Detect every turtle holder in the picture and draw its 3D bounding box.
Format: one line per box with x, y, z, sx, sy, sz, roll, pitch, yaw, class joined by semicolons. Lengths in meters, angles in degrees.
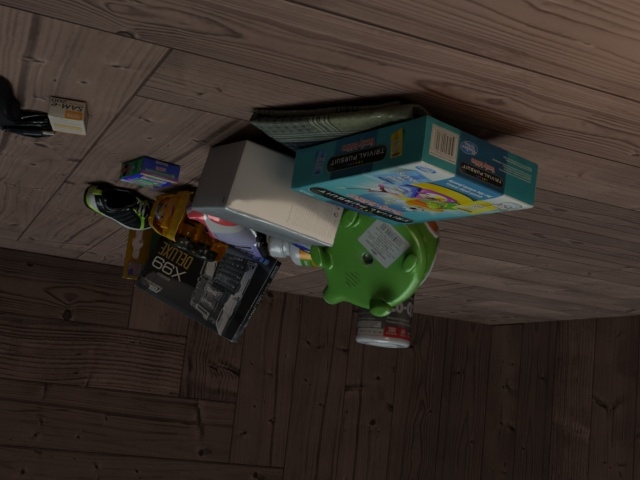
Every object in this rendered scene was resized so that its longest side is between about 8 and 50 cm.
0.132;0.034;1.979;0.243;0.320;0.227;21;-148;21;turtle holder

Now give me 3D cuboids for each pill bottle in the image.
0.000;0.000;2.301;0.245;0.137;0.136;4;169;12;pill bottle
0.195;0.165;2.680;0.161;0.283;0.161;6;169;1;pill bottle

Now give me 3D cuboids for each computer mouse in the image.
-0.584;-0.225;1.602;0.188;0.072;0.272;7;170;-1;computer mouse

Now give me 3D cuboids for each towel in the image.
0.088;-0.175;1.582;0.324;0.056;0.312;2;166;31;towel

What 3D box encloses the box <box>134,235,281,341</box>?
-0.293;0.087;2.383;0.307;0.243;0.076;29;177;10;box

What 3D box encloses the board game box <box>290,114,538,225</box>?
0.151;-0.105;1.538;0.253;0.079;0.336;17;165;-34;board game box

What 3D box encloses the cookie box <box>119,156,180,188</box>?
-0.373;-0.146;1.993;0.091;0.040;0.107;15;166;-36;cookie box

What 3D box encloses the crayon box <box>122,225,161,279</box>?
-0.366;0.031;2.510;0.322;0.203;0.083;8;170;-8;crayon box

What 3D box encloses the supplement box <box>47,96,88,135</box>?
-0.451;-0.222;1.638;0.062;0.036;0.098;8;170;-11;supplement box

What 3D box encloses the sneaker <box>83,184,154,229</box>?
-0.484;-0.081;2.295;0.097;0.084;0.234;-5;165;41;sneaker

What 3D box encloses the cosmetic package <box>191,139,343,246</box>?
-0.098;-0.088;1.745;0.224;0.138;0.224;18;174;-24;cosmetic package

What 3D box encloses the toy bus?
-0.347;-0.055;2.264;0.211;0.150;0.220;19;174;28;toy bus

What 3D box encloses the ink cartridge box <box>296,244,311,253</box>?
-0.017;0.008;2.136;0.207;0.046;0.097;29;173;-24;ink cartridge box

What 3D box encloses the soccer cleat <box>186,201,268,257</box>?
-0.214;-0.035;2.201;0.116;0.109;0.318;-19;155;9;soccer cleat
